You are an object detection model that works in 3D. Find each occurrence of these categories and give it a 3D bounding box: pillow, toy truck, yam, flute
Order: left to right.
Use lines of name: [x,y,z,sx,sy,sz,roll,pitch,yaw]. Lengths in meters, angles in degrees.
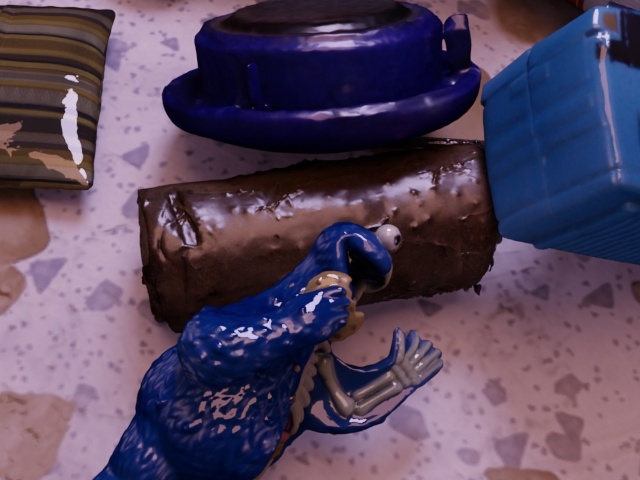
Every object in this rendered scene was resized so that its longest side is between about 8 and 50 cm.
pillow: [-0.295,-0.134,0.752,0.208,0.052,0.212,0,58,-2]
yam: [0.000,-0.001,0.667,0.280,0.131,0.131,-9,60,-11]
flute: [0.174,-0.087,0.801,0.270,0.014,0.014,2,59,-5]
toy truck: [0.316,-0.058,0.663,0.385,0.161,0.162,9,72,-25]

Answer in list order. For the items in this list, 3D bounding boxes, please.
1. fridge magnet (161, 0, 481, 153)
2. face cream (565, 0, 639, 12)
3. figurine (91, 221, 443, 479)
fridge magnet: [0.000,-0.139,0.711,0.266,0.112,0.265,-3,23,1]
face cream: [0.294,-0.336,0.855,0.187,0.201,0.201,37,62,15]
figurine: [-0.042,0.090,0.577,0.262,0.164,0.121,-43,43,-12]
